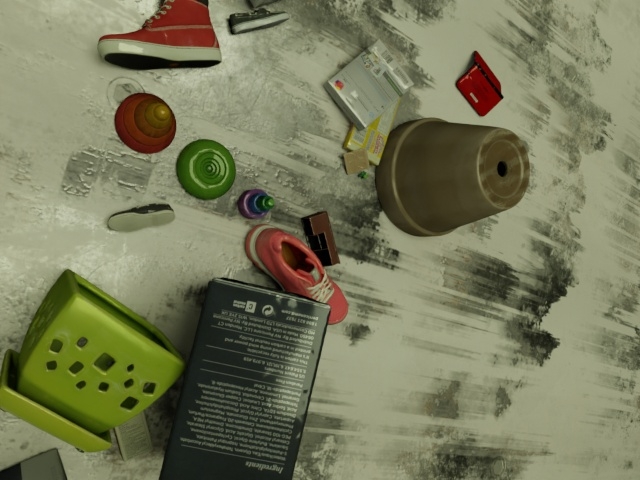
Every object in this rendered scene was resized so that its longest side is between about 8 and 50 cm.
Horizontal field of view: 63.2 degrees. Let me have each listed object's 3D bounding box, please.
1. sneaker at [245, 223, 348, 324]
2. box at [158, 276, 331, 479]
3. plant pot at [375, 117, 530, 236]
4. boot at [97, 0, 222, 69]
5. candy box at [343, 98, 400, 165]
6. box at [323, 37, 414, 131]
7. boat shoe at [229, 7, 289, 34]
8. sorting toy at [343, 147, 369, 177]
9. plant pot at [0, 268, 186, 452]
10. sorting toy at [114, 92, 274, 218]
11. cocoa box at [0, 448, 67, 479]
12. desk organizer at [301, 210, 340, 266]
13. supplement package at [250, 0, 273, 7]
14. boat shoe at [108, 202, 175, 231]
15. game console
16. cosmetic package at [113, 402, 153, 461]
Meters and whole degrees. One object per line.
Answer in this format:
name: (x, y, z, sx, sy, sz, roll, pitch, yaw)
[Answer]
sneaker: (-0.033, 0.091, 1.159, 0.314, 0.136, 0.116, 46, 69, -25)
box: (-0.142, 0.280, 0.969, 0.212, 0.293, 0.395, 13, 84, -7)
plant pot: (0.348, -0.168, 1.311, 0.323, 0.280, 0.323, 0, 91, -31)
boot: (-0.317, -0.426, 1.001, 0.244, 0.088, 0.176, -17, 100, -39)
candy box: (0.133, -0.304, 1.319, 0.105, 0.027, 0.205, 26, 78, -30)
box: (0.121, -0.381, 1.276, 0.186, 0.038, 0.145, -45, 101, -18)
boat shoe: (-0.132, -0.486, 1.136, 0.142, 0.049, 0.040, -25, 104, -27)
sorting toy: (0.092, -0.186, 1.294, 0.062, 0.012, 0.083, -20, 123, -8)
plant pot: (-0.399, 0.207, 0.885, 0.227, 0.228, 0.207, 44, 75, -26)
sorting toy: (-0.227, -0.163, 1.038, 0.365, 0.126, 0.127, 38, 71, -26)
cocoa box: (-0.465, 0.515, 0.771, 0.228, 0.347, 0.231, -17, 100, -30)
desk organizer: (0.000, 0.000, 1.231, 0.050, 0.047, 0.130, -20, 101, -28)
supplement package: (-0.057, -0.626, 1.119, 0.244, 0.139, 0.133, -34, 98, -26)
boat shoe: (-0.349, -0.049, 1.014, 0.125, 0.038, 0.046, -13, 140, -26)
game console: (0.468, -0.462, 1.536, 0.124, 0.085, 0.144, -44, 116, 10)
cosmetic package: (-0.369, 0.358, 1.008, 0.060, 0.041, 0.115, -15, 99, -31)
